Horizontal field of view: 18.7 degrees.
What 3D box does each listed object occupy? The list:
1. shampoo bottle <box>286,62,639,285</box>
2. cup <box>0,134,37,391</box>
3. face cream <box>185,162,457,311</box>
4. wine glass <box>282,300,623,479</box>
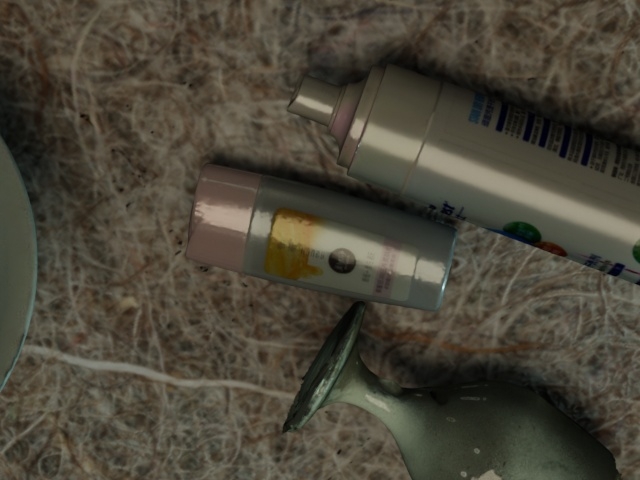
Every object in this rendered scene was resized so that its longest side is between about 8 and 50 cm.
[{"bbox_3d":[0.123,-0.053,1.386,0.303,0.092,0.092,20,120,-2],"label":"shampoo bottle"},{"bbox_3d":[-0.376,0.028,1.435,0.347,0.163,0.347,1,82,-4],"label":"cup"},{"bbox_3d":[0.000,0.000,1.456,0.198,0.057,0.084,12,119,3],"label":"face cream"},{"bbox_3d":[0.100,0.151,1.484,0.241,0.126,0.126,31,119,-5],"label":"wine glass"}]
